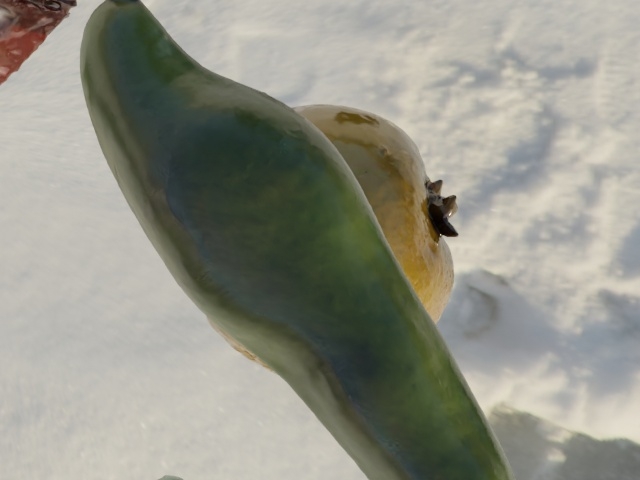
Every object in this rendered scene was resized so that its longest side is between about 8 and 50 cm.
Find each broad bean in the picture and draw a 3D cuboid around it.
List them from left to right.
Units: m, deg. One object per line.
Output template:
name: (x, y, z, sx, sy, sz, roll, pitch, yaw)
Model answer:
broad bean: (0.006, 0.039, 0.581, 0.067, 0.075, 0.325, -30, 87, -48)

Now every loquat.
loquat: (0.000, 0.000, 1.126, 0.208, 0.208, 0.208, -1, 95, -14)

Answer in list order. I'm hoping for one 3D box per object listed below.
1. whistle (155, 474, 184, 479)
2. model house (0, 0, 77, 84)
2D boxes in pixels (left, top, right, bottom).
whistle: (-0.108, 0.275, 1.338, 0.067, 0.258, 0.126, -29, 100, -19)
model house: (-0.342, -0.189, 1.262, 0.160, 0.196, 0.254, 13, 131, -42)
